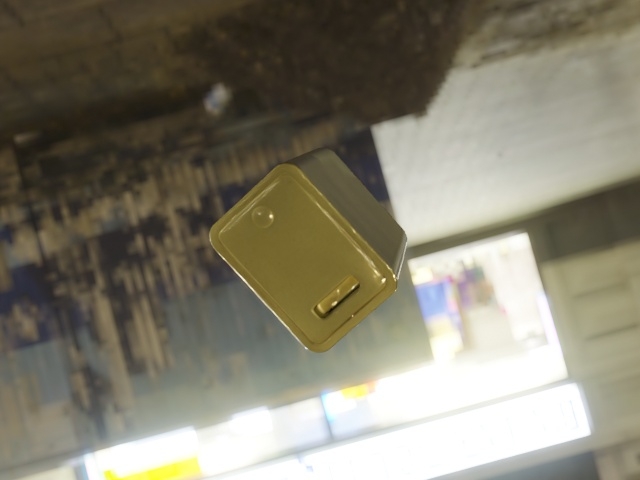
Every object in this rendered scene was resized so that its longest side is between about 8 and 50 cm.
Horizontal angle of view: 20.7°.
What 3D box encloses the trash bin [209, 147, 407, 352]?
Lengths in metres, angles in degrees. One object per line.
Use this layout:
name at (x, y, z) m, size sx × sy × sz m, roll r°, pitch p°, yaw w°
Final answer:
trash bin at (0.000, 0.000, 0.660) m, size 0.043 × 0.061 × 0.092 m, roll -42°, pitch -179°, yaw 12°
